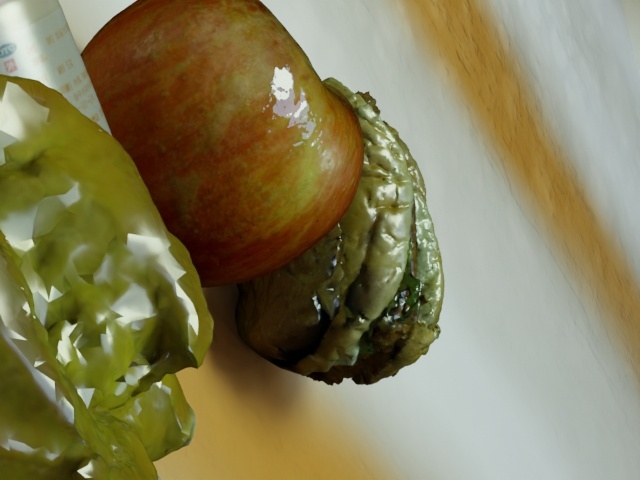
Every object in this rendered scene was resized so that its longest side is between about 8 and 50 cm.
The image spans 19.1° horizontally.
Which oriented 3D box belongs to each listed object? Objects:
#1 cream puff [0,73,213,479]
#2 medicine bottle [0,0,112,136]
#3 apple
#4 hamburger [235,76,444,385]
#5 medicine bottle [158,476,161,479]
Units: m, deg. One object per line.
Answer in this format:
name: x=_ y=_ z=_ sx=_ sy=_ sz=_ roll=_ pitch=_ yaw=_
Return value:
cream puff: x=-0.169 y=0.028 z=0.752 sx=0.324 sy=0.257 sz=0.291 roll=-33 pitch=111 yaw=-66
medicine bottle: x=-0.179 y=-0.087 z=0.963 sx=0.114 sy=0.114 sz=0.252 roll=-52 pitch=126 yaw=-62
apple: x=-0.063 y=-0.058 z=1.148 sx=0.195 sy=0.173 sz=0.160 roll=45 pitch=36 yaw=-46
hamburger: x=0.000 y=0.000 z=1.295 sx=0.130 sy=0.183 sz=0.206 roll=-10 pitch=84 yaw=-26
medicine bottle: x=-0.137 y=0.242 z=0.862 sx=0.130 sy=0.130 sz=0.341 roll=51 pitch=33 yaw=-47
